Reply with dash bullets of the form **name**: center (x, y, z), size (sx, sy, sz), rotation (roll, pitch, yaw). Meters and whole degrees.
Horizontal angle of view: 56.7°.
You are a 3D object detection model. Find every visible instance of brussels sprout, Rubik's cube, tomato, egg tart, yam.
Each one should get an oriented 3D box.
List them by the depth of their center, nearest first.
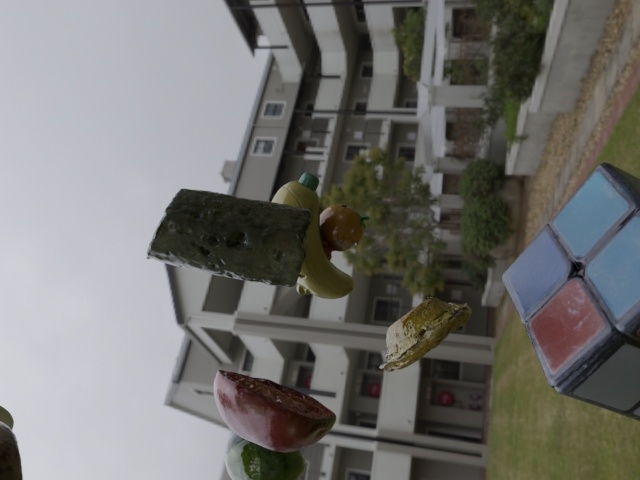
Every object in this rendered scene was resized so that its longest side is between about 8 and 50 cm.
- **yam**: center (-0.116, -0.006, 0.758), size (0.107, 0.194, 0.107), rotation (-169, 90, -81)
- **tomato**: center (-0.077, 0.255, 0.866), size (0.166, 0.174, 0.082), rotation (30, -100, -64)
- **Rubik's cube**: center (0.570, 0.100, 1.051), size (0.316, 0.313, 0.318), rotation (-57, 22, 30)
- **egg tart**: center (0.268, 0.237, 1.588), size (0.116, 0.295, 0.295), rotation (55, -169, 9)
- **brussels sprout**: center (-0.169, 0.629, 1.742), size (0.271, 0.220, 0.210), rotation (167, 81, -83)

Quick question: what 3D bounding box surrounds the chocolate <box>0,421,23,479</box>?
- **chocolate**: center (-0.413, 0.348, 0.715), size (0.157, 0.080, 0.253), rotation (-143, 69, -70)

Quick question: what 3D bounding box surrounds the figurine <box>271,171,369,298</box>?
- **figurine**: center (0.000, 0.000, 1.308), size (0.222, 0.124, 0.324), rotation (-43, -52, -9)

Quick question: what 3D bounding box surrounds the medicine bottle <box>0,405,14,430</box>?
- **medicine bottle**: center (-0.632, 0.424, 1.005), size (0.293, 0.170, 0.170), rotation (-103, 5, -53)
